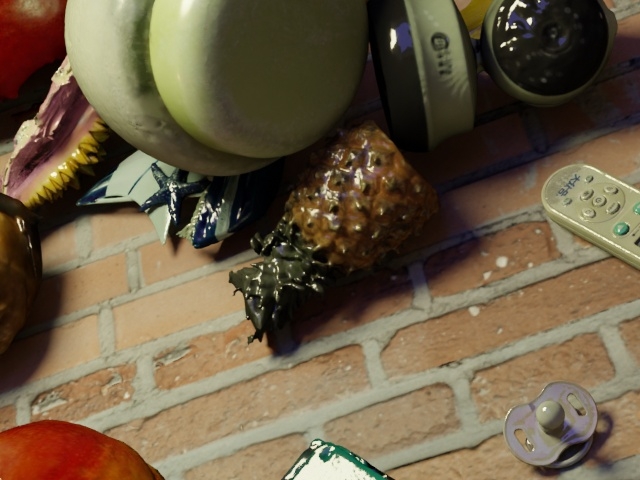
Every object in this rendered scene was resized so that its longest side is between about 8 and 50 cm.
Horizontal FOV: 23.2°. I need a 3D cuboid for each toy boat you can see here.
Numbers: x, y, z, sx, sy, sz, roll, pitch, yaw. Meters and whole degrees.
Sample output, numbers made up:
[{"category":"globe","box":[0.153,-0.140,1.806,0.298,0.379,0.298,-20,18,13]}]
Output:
[{"category":"toy boat","box":[-0.175,-0.060,1.947,0.292,0.070,0.210,-21,43,13]}]

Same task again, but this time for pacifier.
[{"category":"pacifier","box":[0.232,0.183,1.553,0.099,0.078,0.081,-34,68,-5]}]

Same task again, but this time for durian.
[{"category":"durian","box":[-0.306,-0.171,2.018,0.341,0.112,0.191,-59,8,11]}]

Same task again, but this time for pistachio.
[{"category":"pistachio","box":[0.212,-0.274,1.950,0.173,0.049,0.089,-43,24,-9]}]

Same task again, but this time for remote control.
[{"category":"remote control","box":[0.333,-0.017,1.692,0.078,0.042,0.221,-44,50,-15]}]

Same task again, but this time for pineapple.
[{"category":"pineapple","box":[0.000,0.000,1.779,0.279,0.158,0.158,-45,48,3]}]

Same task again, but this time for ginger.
[{"category":"ginger","box":[-0.474,0.043,1.895,0.269,0.200,0.223,15,24,23]}]

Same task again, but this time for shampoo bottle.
[{"category":"shampoo bottle","box":[-0.126,-0.238,1.802,0.317,0.322,0.322,13,58,51]}]

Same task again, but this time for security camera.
[{"category":"security camera","box":[0.203,-0.218,1.808,0.277,0.191,0.197,-11,88,-1]}]

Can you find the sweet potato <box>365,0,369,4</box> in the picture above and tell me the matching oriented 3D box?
[{"category":"sweet potato","box":[0.063,-0.402,2.117,0.081,0.062,0.233,2,49,7]}]

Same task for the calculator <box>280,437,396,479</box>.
[{"category":"calculator","box":[0.025,0.344,1.528,0.274,0.058,0.248,25,68,37]}]

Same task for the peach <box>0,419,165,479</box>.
[{"category":"peach","box":[-0.301,0.355,1.509,0.373,0.289,0.372,-15,40,13]}]

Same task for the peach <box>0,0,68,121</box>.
[{"category":"peach","box":[-0.489,-0.341,2.143,0.406,0.310,0.335,-24,39,15]}]
